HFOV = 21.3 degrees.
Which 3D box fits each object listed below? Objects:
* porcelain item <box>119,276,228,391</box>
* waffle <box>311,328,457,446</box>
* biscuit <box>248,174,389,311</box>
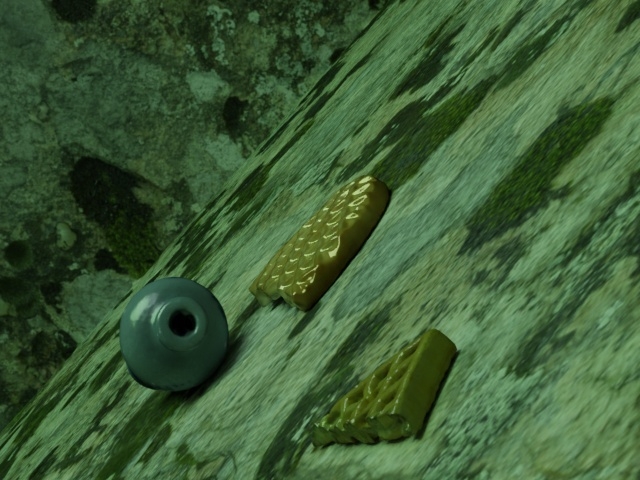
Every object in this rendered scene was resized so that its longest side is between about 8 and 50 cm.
[{"bbox_3d":[-0.192,0.129,2.151,0.141,0.141,0.259,-51,1,-20],"label":"porcelain item"},{"bbox_3d":[0.027,0.152,1.329,0.191,0.032,0.125,-44,12,38],"label":"waffle"},{"bbox_3d":[0.000,0.000,2.063,0.204,0.040,0.309,-49,9,-8],"label":"biscuit"}]
